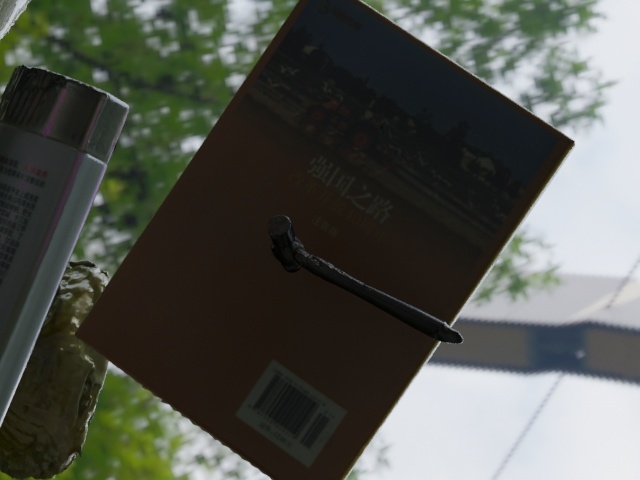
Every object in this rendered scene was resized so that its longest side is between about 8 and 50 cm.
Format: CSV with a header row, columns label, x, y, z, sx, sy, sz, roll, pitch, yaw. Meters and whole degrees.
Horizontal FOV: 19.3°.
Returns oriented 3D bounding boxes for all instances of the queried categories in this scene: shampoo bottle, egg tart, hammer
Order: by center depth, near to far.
label,x,y,z,sx,sy,sz,roll,pitch,yaw
shampoo bottle,-0.194,0.008,1.146,0.086,0.056,0.227,18,-97,33
hammer,0.031,0.036,1.409,0.178,0.021,0.065,29,-21,31
egg tart,-0.278,0.121,1.803,0.232,0.098,0.252,-62,-152,13

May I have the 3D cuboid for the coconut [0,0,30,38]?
label,x,y,z,sx,sy,sz,roll,pitch,yaw
coconut,-0.368,-0.298,1.772,0.245,0.245,0.247,32,-78,27

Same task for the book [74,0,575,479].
label,x,y,z,sx,sy,sz,roll,pitch,yaw
book,0.000,0.000,1.571,0.262,0.028,0.374,35,-88,11
